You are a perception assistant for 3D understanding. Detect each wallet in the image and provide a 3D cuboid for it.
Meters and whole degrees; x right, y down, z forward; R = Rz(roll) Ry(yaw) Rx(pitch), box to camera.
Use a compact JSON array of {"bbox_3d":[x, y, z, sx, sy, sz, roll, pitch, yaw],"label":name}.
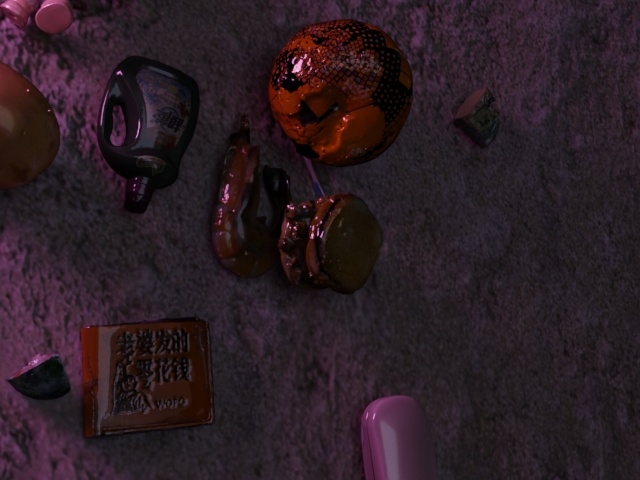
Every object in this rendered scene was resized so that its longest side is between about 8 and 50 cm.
[{"bbox_3d":[-0.241,0.189,1.458,0.195,0.042,0.161,0,79,-33],"label":"wallet"}]

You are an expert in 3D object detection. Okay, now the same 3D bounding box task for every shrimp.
[{"bbox_3d":[-0.094,-0.066,1.603,0.145,0.059,0.254,20,69,-31],"label":"shrimp"}]

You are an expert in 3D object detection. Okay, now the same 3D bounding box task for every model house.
[{"bbox_3d":[0.297,-0.223,1.887,0.083,0.066,0.079,45,61,-18],"label":"model house"}]

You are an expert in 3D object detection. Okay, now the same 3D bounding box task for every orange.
[{"bbox_3d":[0.033,-0.235,1.627,0.234,0.234,0.182,45,16,-16],"label":"orange"}]

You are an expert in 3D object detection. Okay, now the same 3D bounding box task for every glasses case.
[{"bbox_3d":[0.133,0.395,1.634,0.113,0.075,0.297,-2,81,-34],"label":"glasses case"}]

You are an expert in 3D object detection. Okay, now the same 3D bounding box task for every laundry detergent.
[{"bbox_3d":[-0.261,-0.150,1.505,0.144,0.078,0.222,22,70,-25],"label":"laundry detergent"}]

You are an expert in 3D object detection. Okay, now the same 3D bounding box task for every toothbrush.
[{"bbox_3d":[0.001,-0.081,1.695,0.017,0.014,0.162,-20,89,-53],"label":"toothbrush"}]

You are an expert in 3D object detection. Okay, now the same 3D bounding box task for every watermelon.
[{"bbox_3d":[-0.369,0.178,1.385,0.085,0.085,0.061,11,44,-31],"label":"watermelon"}]

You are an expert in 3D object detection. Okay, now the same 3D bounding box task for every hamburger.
[{"bbox_3d":[0.000,0.000,1.591,0.185,0.131,0.159,49,60,-39],"label":"hamburger"}]

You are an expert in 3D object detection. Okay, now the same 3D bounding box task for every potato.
[{"bbox_3d":[-0.453,-0.171,1.355,0.234,0.146,0.150,37,32,-20],"label":"potato"}]

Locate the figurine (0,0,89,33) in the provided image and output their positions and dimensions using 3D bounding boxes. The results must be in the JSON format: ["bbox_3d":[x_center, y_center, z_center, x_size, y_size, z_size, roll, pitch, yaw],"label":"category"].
[{"bbox_3d":[-0.345,-0.410,1.478,0.200,0.133,0.276,45,63,-31],"label":"figurine"}]
